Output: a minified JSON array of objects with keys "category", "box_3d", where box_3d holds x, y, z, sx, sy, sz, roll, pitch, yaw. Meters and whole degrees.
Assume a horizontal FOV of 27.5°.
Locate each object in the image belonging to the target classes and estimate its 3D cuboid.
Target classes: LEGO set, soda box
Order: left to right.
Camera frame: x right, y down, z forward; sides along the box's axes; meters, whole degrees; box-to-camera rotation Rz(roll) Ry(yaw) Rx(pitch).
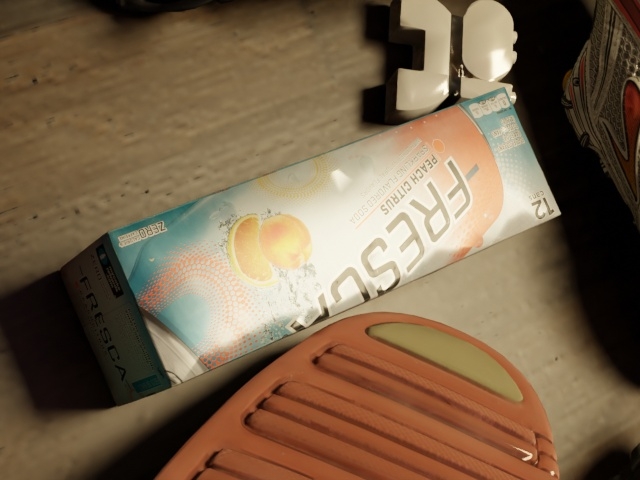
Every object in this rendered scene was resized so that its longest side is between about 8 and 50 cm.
[{"category":"soda box","box_3d":[0.000,0.000,0.497,0.183,0.063,0.058,-23,88,-29]},{"category":"LEGO set","box_3d":[0.088,-0.163,0.559,0.093,0.087,0.227,7,75,-12]}]

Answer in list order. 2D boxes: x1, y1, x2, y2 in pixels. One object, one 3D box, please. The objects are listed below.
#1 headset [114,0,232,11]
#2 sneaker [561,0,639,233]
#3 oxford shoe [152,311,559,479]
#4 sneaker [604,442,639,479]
[{"category":"headset","box_3d":[-0.033,-0.291,0.478,0.185,0.243,0.394,-13,103,-7]},{"category":"sneaker","box_3d":[0.161,-0.049,0.587,0.088,0.093,0.225,-7,95,-48]},{"category":"oxford shoe","box_3d":[-0.029,0.187,0.411,0.141,0.146,0.397,25,48,6]},{"category":"sneaker","box_3d":[0.153,0.194,0.515,0.108,0.100,0.271,23,74,-30]}]
